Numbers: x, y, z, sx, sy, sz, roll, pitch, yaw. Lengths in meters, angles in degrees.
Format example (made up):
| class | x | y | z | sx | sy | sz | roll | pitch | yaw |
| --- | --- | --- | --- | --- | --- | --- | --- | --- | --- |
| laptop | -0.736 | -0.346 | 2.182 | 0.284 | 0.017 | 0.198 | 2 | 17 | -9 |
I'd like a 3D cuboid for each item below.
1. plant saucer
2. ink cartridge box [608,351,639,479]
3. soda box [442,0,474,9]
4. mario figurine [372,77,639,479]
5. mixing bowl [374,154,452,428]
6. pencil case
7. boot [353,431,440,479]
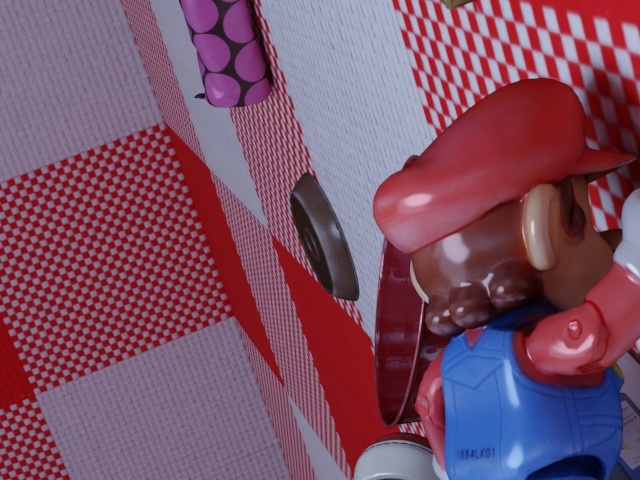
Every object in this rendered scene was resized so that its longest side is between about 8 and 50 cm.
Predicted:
| class | x | y | z | sx | sy | sz | roll | pitch | yaw |
| --- | --- | --- | --- | --- | --- | --- | --- | --- | --- |
| plant saucer | 0.000 | 0.000 | 1.625 | 0.168 | 0.029 | 0.168 | 159 | 90 | -79 |
| ink cartridge box | 0.189 | 0.177 | 0.796 | 0.212 | 0.093 | 0.154 | -121 | 13 | -51 |
| soda box | 0.059 | -0.211 | 0.760 | 0.058 | 0.061 | 0.181 | 81 | 164 | -48 |
| mario figurine | 0.133 | 0.072 | 0.688 | 0.170 | 0.198 | 0.320 | 21 | -117 | -62 |
| mixing bowl | 0.098 | 0.039 | 0.888 | 0.181 | 0.098 | 0.181 | -174 | 90 | -84 |
| pencil case | -0.122 | -0.258 | 1.566 | 0.098 | 0.095 | 0.209 | -99 | -2 | -53 |
| boot | 0.102 | 0.159 | 0.948 | 0.244 | 0.088 | 0.176 | 58 | -139 | -45 |
